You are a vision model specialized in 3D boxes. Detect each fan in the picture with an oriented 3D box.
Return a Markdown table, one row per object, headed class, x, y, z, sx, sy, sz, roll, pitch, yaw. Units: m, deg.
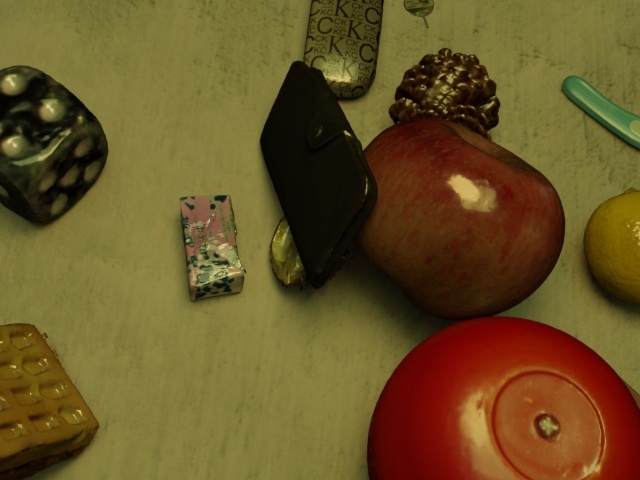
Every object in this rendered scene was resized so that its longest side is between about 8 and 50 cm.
| class | x | y | z | sx | sy | sz | roll | pitch | yaw |
| --- | --- | --- | --- | --- | --- | --- | --- | --- | --- |
| fan | 0.204 | -0.458 | 1.544 | 0.060 | 0.003 | 0.080 | -39 | 74 | -19 |

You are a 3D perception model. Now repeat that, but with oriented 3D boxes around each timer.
| class | x | y | z | sx | sy | sz | roll | pitch | yaw |
| --- | --- | --- | --- | --- | --- | --- | --- | --- | --- |
| timer | 0.253 | 0.288 | 1.060 | 0.378 | 0.279 | 0.378 | 3 | 63 | -6 |

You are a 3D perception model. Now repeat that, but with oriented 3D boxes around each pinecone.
| class | x | y | z | sx | sy | sz | roll | pitch | yaw |
| --- | --- | --- | --- | --- | --- | --- | --- | --- | --- |
| pinecone | 0.221 | -0.240 | 1.355 | 0.186 | 0.168 | 0.212 | 18 | 65 | 5 |

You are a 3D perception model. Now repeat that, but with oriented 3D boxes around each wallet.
| class | x | y | z | sx | sy | sz | roll | pitch | yaw |
| --- | --- | --- | --- | --- | --- | --- | --- | --- | --- |
| wallet | -0.012 | -0.114 | 1.200 | 0.051 | 0.197 | 0.377 | 11 | 37 | -28 |

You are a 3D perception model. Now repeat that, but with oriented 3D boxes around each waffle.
| class | x | y | z | sx | sy | sz | roll | pitch | yaw |
| --- | --- | --- | --- | --- | --- | --- | --- | --- | --- |
| waffle | -0.454 | 0.217 | 1.014 | 0.098 | 0.328 | 0.224 | -40 | 76 | 14 |

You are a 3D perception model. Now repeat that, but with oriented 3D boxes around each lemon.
| class | x | y | z | sx | sy | sz | roll | pitch | yaw |
| --- | --- | --- | --- | --- | --- | --- | --- | --- | --- |
| lemon | 0.520 | 0.014 | 1.266 | 0.178 | 0.178 | 0.203 | -4 | 78 | -7 |

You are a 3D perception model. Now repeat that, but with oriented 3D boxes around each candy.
| class | x | y | z | sx | sy | sz | roll | pitch | yaw |
| --- | --- | --- | --- | --- | --- | --- | --- | --- | --- |
| candy | -0.174 | 0.009 | 1.257 | 0.092 | 0.073 | 0.160 | -8 | 66 | -10 |

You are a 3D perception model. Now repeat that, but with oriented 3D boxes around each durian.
| class | x | y | z | sx | sy | sz | roll | pitch | yaw |
| --- | --- | --- | --- | --- | --- | --- | --- | --- | --- |
| durian | 0.000 | 0.000 | 1.256 | 0.091 | 0.148 | 0.188 | 26 | 86 | -36 |

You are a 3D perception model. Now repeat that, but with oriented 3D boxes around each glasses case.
| class | x | y | z | sx | sy | sz | roll | pitch | yaw |
| --- | --- | --- | --- | --- | --- | --- | --- | --- | --- |
| glasses case | 0.048 | -0.424 | 1.468 | 0.137 | 0.085 | 0.354 | 7 | 66 | -1 |

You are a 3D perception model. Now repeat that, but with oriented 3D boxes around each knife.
| class | x | y | z | sx | sy | sz | roll | pitch | yaw |
| --- | --- | --- | --- | --- | --- | --- | --- | --- | --- |
| knife | 0.545 | -0.236 | 1.462 | 0.222 | 0.031 | 0.064 | 40 | 72 | 16 |

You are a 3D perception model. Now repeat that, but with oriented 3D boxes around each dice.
| class | x | y | z | sx | sy | sz | roll | pitch | yaw |
| --- | --- | --- | --- | --- | --- | --- | --- | --- | --- |
| dice | -0.461 | -0.151 | 1.243 | 0.182 | 0.181 | 0.183 | 35 | 66 | 8 |

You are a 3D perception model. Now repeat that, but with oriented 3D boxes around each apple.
| class | x | y | z | sx | sy | sz | roll | pitch | yaw |
| --- | --- | --- | --- | --- | --- | --- | --- | --- | --- |
| apple | 0.186 | -0.025 | 1.174 | 0.345 | 0.345 | 0.269 | 31 | 109 | 9 |

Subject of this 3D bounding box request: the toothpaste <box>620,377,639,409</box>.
| class | x | y | z | sx | sy | sz | roll | pitch | yaw |
| --- | --- | --- | --- | --- | --- | --- | --- | --- | --- |
| toothpaste | 0.480 | 0.255 | 1.228 | 0.067 | 0.043 | 0.194 | -40 | 81 | -23 |
